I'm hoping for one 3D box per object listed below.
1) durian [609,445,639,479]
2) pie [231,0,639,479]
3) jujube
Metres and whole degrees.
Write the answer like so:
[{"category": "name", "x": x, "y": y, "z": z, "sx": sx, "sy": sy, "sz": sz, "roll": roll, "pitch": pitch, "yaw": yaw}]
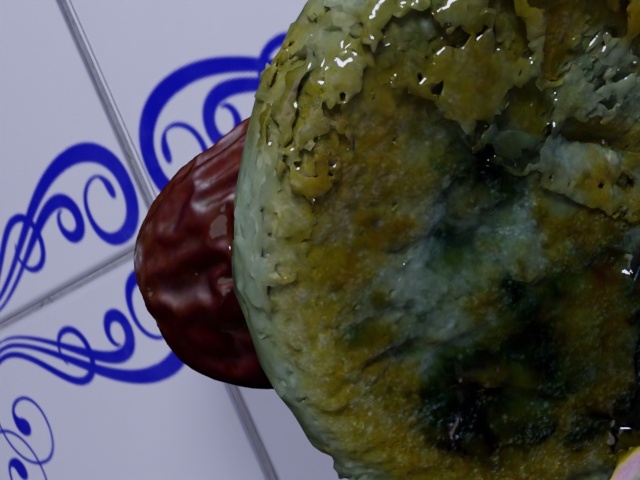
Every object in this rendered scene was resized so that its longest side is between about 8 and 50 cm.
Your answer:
[{"category": "durian", "x": 0.229, "y": 0.164, "z": 0.585, "sx": 0.261, "sy": 0.154, "sz": 0.186, "roll": -29, "pitch": 91, "yaw": 25}, {"category": "pie", "x": 0.099, "y": -0.017, "z": 0.585, "sx": 0.078, "sy": 0.297, "sz": 0.371, "roll": -122, "pitch": 30, "yaw": -65}, {"category": "jujube", "x": 0.000, "y": 0.000, "z": 0.715, "sx": 0.243, "sy": 0.183, "sz": 0.183, "roll": -22, "pitch": 90, "yaw": 21}]
